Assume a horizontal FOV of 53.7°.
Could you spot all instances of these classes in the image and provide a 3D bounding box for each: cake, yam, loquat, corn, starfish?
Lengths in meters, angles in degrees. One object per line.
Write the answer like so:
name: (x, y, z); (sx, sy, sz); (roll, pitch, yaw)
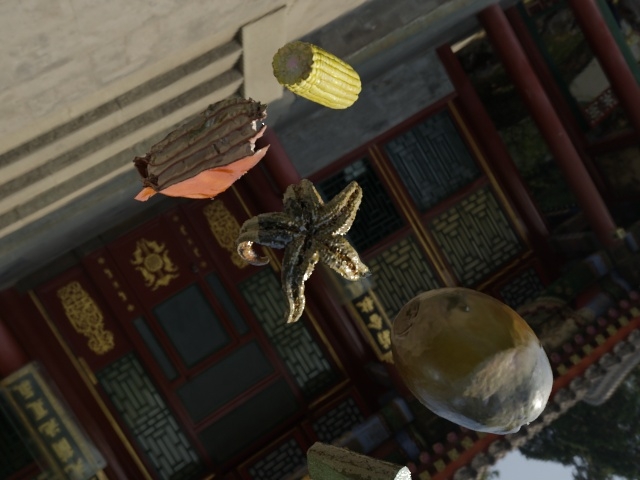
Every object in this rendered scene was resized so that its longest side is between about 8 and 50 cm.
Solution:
cake: (-0.174, -0.137, 1.012); (0.287, 0.098, 0.135); (-22, 159, 34)
yam: (0.058, 0.382, 1.041); (0.169, 0.068, 0.068); (6, -157, 27)
loquat: (0.207, 0.161, 0.862); (0.179, 0.227, 0.179); (-57, -174, 9)
corn: (0.002, -0.264, 1.021); (0.081, 0.081, 0.248); (-29, 173, 20)
starfish: (0.001, -0.001, 0.747); (0.190, 0.146, 0.074); (-42, -179, -25)
